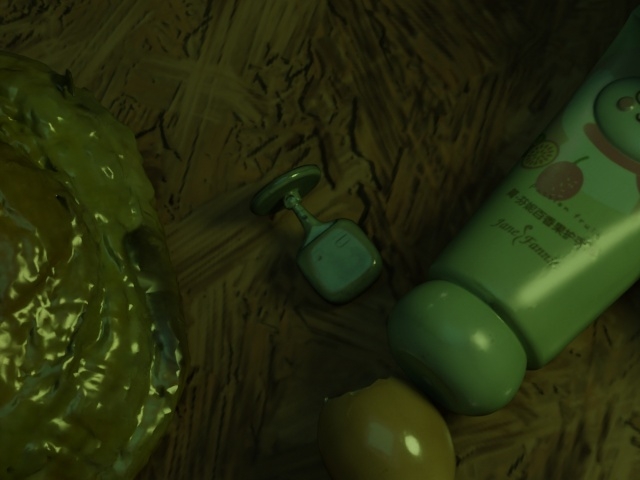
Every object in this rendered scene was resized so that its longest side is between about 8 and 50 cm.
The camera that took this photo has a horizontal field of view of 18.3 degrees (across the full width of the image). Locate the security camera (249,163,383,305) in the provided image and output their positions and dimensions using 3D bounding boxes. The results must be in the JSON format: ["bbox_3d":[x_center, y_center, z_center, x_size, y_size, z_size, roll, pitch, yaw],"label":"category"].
[{"bbox_3d":[0.000,0.000,1.310,0.058,0.058,0.092,-32,77,-1],"label":"security camera"}]

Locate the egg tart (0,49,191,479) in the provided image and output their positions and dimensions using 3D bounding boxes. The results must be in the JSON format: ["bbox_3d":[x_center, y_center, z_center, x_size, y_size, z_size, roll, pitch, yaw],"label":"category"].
[{"bbox_3d":[-0.247,0.053,1.288,0.351,0.153,0.339,-38,68,-3],"label":"egg tart"}]

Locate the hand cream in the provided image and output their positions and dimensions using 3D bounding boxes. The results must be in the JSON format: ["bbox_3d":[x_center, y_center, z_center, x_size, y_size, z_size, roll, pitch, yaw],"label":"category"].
[{"bbox_3d":[0.169,-0.017,1.260,0.147,0.093,0.306,37,72,24],"label":"hand cream"}]

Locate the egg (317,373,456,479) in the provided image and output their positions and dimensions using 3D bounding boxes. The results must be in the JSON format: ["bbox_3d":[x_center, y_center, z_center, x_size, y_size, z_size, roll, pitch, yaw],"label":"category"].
[{"bbox_3d":[0.043,0.132,1.225,0.080,0.080,0.096,-23,74,3],"label":"egg"}]
